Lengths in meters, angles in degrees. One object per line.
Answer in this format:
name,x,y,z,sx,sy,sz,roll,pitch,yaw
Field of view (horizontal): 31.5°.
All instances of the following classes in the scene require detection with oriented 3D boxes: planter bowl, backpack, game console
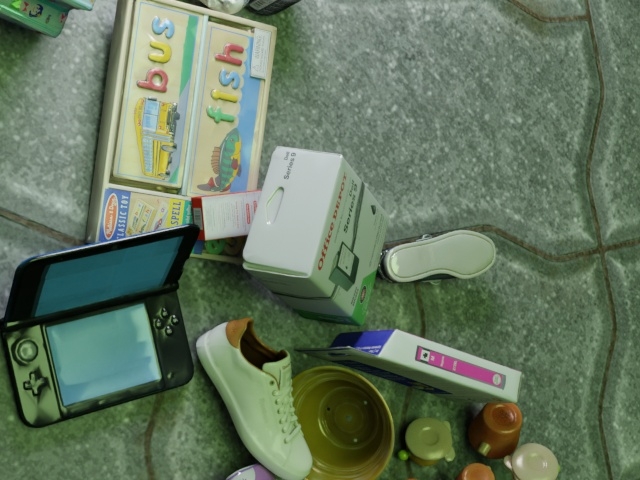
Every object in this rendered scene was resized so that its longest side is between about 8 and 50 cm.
planter bowl,0.035,0.310,1.922,0.090,0.217,0.217,-14,92,-67
backpack,-0.423,-0.409,1.655,0.225,0.253,0.191,24,92,-29
game console,-0.312,0.128,1.705,0.293,0.173,0.250,-13,91,-32

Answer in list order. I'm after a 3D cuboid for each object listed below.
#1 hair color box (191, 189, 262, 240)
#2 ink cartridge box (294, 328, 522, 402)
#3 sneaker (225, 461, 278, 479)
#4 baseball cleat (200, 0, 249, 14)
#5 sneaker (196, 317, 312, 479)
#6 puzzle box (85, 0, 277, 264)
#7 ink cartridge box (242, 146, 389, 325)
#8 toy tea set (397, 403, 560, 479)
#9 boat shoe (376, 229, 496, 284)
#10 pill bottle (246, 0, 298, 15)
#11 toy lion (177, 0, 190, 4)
hair color box,-0.136,-0.043,1.841,0.141,0.043,0.072,-7,96,-31
ink cartridge box,0.156,0.213,1.985,0.371,0.176,0.069,18,75,-29
sneaker,-0.055,0.446,1.872,0.102,0.161,0.282,-37,141,9
baseball cleat,-0.212,-0.450,1.905,0.206,0.072,0.109,41,23,-2
sneaker,-0.080,0.257,1.836,0.290,0.123,0.106,57,27,-7
puzzle box,-0.222,-0.178,1.843,0.272,0.052,0.409,8,87,-30
ink cartridge box,0.000,0.000,1.859,0.289,0.121,0.211,45,57,-64
toy tea set,0.254,0.413,2.066,0.336,0.124,0.200,-11,56,-15
boat shoe,0.209,0.036,2.096,0.254,0.079,0.095,-13,93,-30
pill bottle,-0.043,-0.470,1.899,0.130,0.246,0.130,4,82,-32
toy lion,-0.225,-0.348,1.902,0.100,0.034,0.096,37,59,-23
